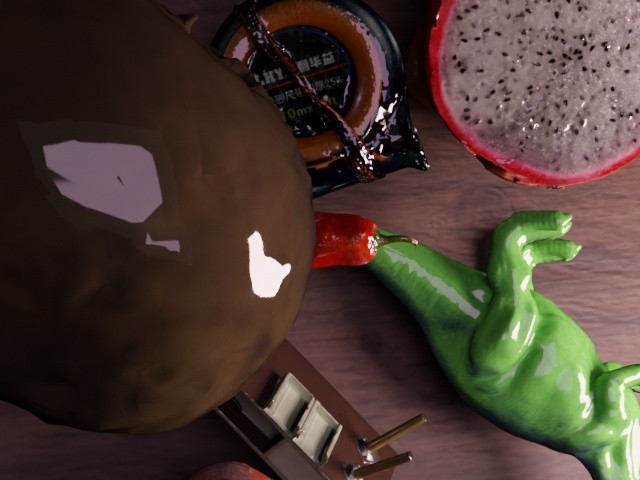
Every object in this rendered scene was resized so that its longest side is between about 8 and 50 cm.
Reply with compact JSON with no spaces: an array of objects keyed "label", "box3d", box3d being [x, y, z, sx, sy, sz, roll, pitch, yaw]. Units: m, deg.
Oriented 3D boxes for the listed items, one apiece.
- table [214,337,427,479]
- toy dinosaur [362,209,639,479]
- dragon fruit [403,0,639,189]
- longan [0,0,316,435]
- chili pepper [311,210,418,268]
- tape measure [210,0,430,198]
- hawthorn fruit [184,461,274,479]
[{"label":"table","box3d":[-0.005,0.152,1.409,0.240,0.111,0.121,47,29,-9]},{"label":"toy dinosaur","box3d":[0.145,0.155,1.504,0.500,0.144,0.375,-2,85,-4]},{"label":"dragon fruit","box3d":[0.235,-0.223,1.513,0.305,0.226,0.305,-2,112,-5]},{"label":"longan","box3d":[-0.214,-0.047,1.238,0.435,0.404,0.404,16,78,-2]},{"label":"chili pepper","box3d":[0.000,-0.001,1.436,0.191,0.050,0.059,-2,104,10]},{"label":"tape measure","box3d":[-0.011,-0.146,1.445,0.202,0.135,0.223,-19,89,5]},{"label":"hawthorn fruit","box3d":[-0.089,0.297,1.364,0.173,0.173,0.173,2,82,-19]}]
